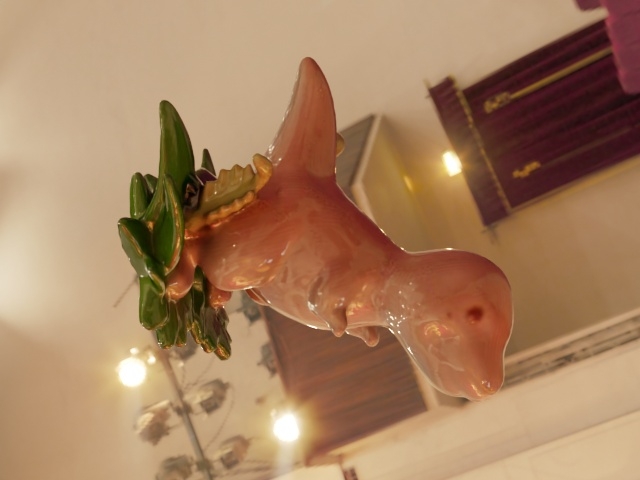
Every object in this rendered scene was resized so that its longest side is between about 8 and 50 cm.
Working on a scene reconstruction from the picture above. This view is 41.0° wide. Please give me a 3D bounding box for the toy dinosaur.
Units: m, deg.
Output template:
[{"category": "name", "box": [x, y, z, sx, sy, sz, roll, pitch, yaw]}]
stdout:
[{"category": "toy dinosaur", "box": [-0.002, -0.004, 0.441, 0.152, 0.177, 0.194, 51, -154, -63]}]
